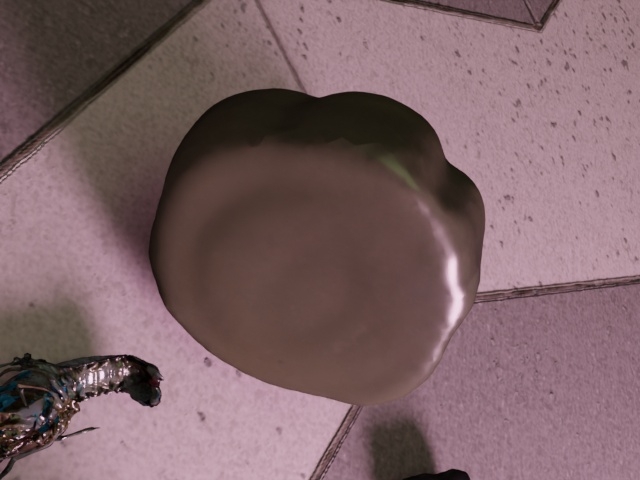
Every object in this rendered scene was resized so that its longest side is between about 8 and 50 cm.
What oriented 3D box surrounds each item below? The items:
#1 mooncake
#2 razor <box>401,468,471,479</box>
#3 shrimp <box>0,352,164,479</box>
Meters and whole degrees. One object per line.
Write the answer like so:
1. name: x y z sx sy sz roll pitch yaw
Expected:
1. mooncake: 0.000 0.000 0.727 0.275 0.275 0.135 48 33 -15
2. razor: 0.117 0.292 0.841 0.090 0.054 0.148 2 70 -36
3. shrimp: -0.198 0.123 0.650 0.174 0.076 0.082 -16 123 -47
